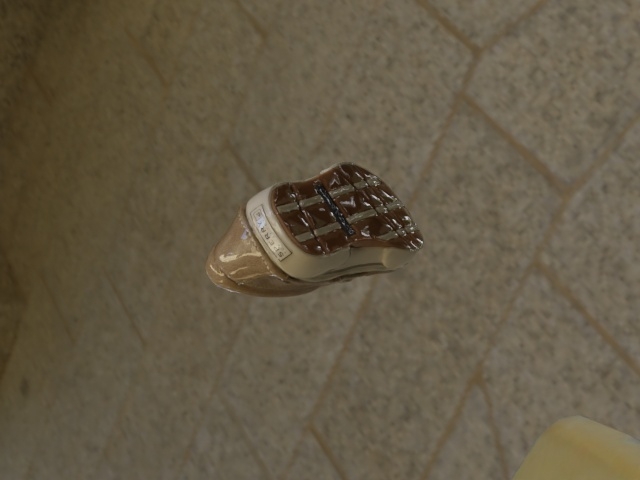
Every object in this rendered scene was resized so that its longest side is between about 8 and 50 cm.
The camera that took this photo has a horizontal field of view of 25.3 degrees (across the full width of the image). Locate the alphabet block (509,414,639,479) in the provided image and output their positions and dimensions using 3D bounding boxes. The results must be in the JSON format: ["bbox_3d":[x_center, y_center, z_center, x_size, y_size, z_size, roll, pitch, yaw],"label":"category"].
[{"bbox_3d":[0.116,0.181,0.363,0.192,0.197,0.193,31,-93,-11],"label":"alphabet block"}]

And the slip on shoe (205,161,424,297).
[{"bbox_3d":[0.000,0.000,0.598,0.041,0.051,0.135,-38,-9,24],"label":"slip on shoe"}]
